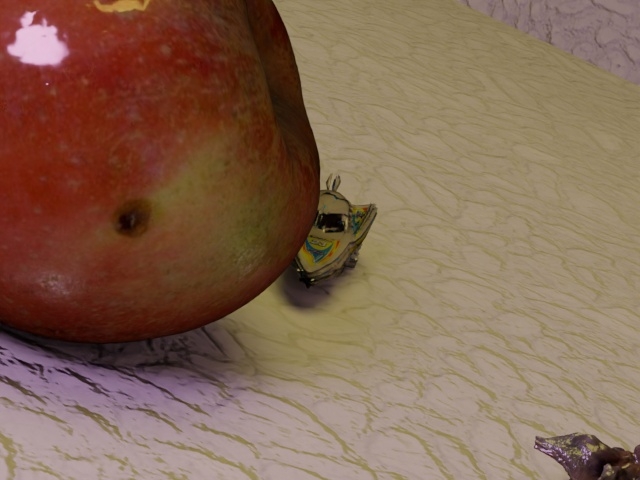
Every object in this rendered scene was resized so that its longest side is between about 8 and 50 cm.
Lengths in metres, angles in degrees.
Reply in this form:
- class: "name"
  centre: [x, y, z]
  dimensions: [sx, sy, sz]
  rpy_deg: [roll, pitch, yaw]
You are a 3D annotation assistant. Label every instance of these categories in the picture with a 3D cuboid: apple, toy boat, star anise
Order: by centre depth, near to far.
- class: "apple"
  centre: [-0.162, -0.092, 1.273]
  dimensions: [0.277, 0.348, 0.348]
  rpy_deg: [-18, 15, 9]
- class: "star anise"
  centre: [0.207, 0.164, 1.282]
  dimensions: [0.129, 0.056, 0.124]
  rpy_deg: [20, 6, -4]
- class: "toy boat"
  centre: [0.000, 0.000, 1.566]
  dimensions: [0.084, 0.066, 0.210]
  rpy_deg: [17, 18, 0]
